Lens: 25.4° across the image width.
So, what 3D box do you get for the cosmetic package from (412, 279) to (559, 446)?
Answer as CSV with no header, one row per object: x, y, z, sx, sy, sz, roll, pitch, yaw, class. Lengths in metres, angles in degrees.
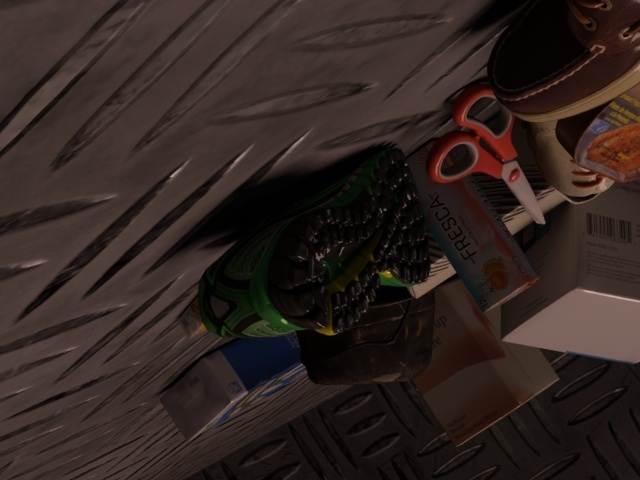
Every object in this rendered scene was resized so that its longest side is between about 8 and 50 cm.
0.200,0.138,2.144,0.129,0.296,0.153,-22,164,-49,cosmetic package

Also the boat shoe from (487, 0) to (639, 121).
0.227,-0.209,1.051,0.123,0.123,0.342,13,147,-36,boat shoe

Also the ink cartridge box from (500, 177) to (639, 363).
0.352,-0.014,1.766,0.198,0.270,0.197,12,155,-16,ink cartridge box

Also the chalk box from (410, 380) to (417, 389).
0.256,0.104,2.538,0.180,0.179,0.289,-25,168,-47,chalk box

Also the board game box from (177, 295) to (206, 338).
-0.080,0.044,1.507,0.103,0.026,0.154,-28,170,-34,board game box

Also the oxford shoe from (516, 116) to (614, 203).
0.264,-0.125,1.369,0.140,0.146,0.397,-18,172,7,oxford shoe

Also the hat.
0.071,0.122,1.839,0.331,0.134,0.331,-17,-179,0,hat

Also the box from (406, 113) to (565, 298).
0.188,-0.058,1.622,0.275,0.113,0.094,-35,161,-1,box

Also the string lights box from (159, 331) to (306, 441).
-0.090,0.179,2.031,0.260,0.076,0.133,-25,166,-45,string lights box

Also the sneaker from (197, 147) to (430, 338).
0.000,0.000,1.343,0.146,0.134,0.343,-10,-172,29,sneaker

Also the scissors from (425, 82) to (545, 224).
0.199,-0.083,1.472,0.297,0.021,0.109,19,105,-54,scissors

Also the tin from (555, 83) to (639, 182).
0.273,-0.106,1.252,0.106,0.040,0.190,-43,153,20,tin

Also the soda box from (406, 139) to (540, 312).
0.153,-0.016,1.505,0.063,0.183,0.058,-35,171,20,soda box
